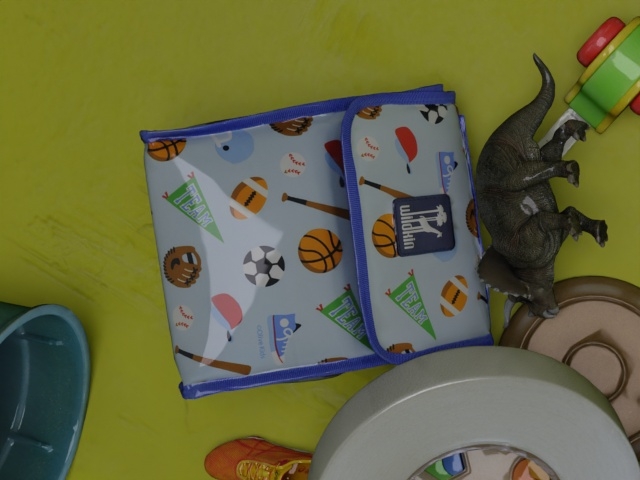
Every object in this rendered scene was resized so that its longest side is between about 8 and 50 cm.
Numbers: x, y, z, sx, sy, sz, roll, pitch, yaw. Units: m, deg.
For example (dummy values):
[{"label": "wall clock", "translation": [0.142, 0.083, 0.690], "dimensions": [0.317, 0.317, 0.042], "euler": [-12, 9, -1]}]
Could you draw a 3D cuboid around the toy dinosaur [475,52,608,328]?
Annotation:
[{"label": "toy dinosaur", "translation": [0.234, -0.054, 1.762], "dimensions": [0.160, 0.121, 0.313], "euler": [-10, 93, 34]}]

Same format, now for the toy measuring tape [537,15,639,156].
[{"label": "toy measuring tape", "translation": [0.316, -0.158, 1.803], "dimensions": [0.121, 0.121, 0.330], "euler": [44, 100, 7]}]

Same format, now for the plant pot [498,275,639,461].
[{"label": "plant pot", "translation": [0.327, 0.159, 1.836], "dimensions": [0.236, 0.032, 0.236], "euler": [-1, 85, 6]}]

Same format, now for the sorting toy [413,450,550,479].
[{"label": "sorting toy", "translation": [0.207, 0.279, 1.880], "dimensions": [0.193, 0.038, 0.208], "euler": [-30, 86, 11]}]

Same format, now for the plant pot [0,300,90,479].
[{"label": "plant pot", "translation": [-0.515, 0.199, 1.891], "dimensions": [0.334, 0.341, 0.341], "euler": [15, 95, 18]}]

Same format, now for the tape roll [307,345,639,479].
[{"label": "tape roll", "translation": [0.179, 0.302, 1.780], "dimensions": [0.392, 0.072, 0.392], "euler": [-2, 118, -3]}]

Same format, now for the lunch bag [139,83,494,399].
[{"label": "lunch bag", "translation": [0.000, 0.000, 1.819], "dimensions": [0.385, 0.239, 0.328], "euler": [-8, 90, -5]}]

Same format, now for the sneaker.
[{"label": "sneaker", "translation": [-0.063, 0.283, 1.920], "dimensions": [0.175, 0.067, 0.064], "euler": [2, 94, 13]}]
